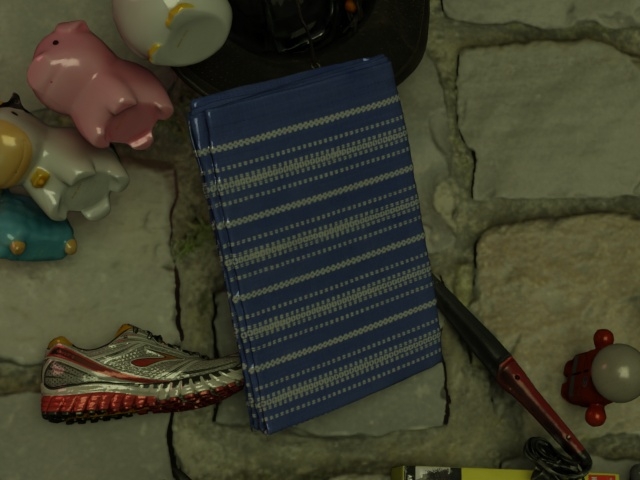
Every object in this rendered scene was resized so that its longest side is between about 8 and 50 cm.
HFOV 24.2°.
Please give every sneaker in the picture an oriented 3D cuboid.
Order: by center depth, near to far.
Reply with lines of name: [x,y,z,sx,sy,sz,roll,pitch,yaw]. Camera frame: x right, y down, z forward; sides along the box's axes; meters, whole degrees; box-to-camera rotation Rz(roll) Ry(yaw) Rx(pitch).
sneaker: [-0.165,0.123,1.473,0.225,0.088,0.092,-4,75,-14]

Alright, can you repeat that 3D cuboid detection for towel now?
towel: [0.000,0.000,1.473,0.243,0.040,0.336,-19,106,-32]

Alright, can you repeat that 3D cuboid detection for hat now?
hat: [-0.053,-0.262,1.541,0.331,0.134,0.331,3,82,-25]

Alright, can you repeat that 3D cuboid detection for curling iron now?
curling iron: [0.188,0.141,1.533,0.068,0.035,0.274,-15,65,-42]

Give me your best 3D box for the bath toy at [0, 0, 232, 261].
bath toy: [-0.225,-0.138,1.402,0.151,0.348,0.129,9,40,-49]

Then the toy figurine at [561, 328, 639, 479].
toy figurine: [0.381,0.158,1.543,0.213,0.148,0.209,-32,87,-15]

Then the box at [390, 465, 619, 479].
box: [0.189,0.277,1.529,0.232,0.058,0.087,5,78,-11]

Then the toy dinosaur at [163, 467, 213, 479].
toy dinosaur: [-0.090,0.328,1.376,0.164,0.218,0.321,-14,125,-28]
